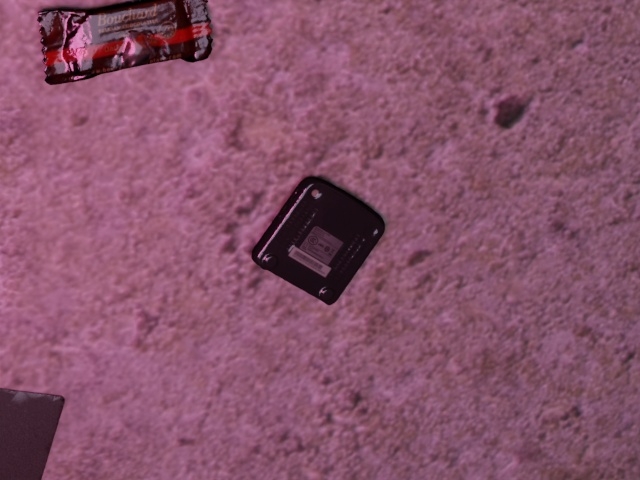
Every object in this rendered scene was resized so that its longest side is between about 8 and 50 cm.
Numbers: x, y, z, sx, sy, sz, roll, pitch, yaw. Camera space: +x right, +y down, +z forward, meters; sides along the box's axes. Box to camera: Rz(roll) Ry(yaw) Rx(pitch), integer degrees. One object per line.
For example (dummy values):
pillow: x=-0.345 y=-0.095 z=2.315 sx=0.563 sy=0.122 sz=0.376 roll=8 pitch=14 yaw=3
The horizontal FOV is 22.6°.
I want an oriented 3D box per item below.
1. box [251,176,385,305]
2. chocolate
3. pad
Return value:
box: x=0.000 y=0.000 z=1.824 sx=0.126 sy=0.027 sz=0.125 roll=31 pitch=99 yaw=-30
chocolate: x=-0.198 y=-0.210 z=1.651 sx=0.182 sy=0.028 sz=0.086 roll=-9 pitch=113 yaw=-16
pad: x=-0.401 y=0.222 z=1.780 sx=0.211 sy=0.003 sz=0.143 roll=11 pitch=108 yaw=-25
